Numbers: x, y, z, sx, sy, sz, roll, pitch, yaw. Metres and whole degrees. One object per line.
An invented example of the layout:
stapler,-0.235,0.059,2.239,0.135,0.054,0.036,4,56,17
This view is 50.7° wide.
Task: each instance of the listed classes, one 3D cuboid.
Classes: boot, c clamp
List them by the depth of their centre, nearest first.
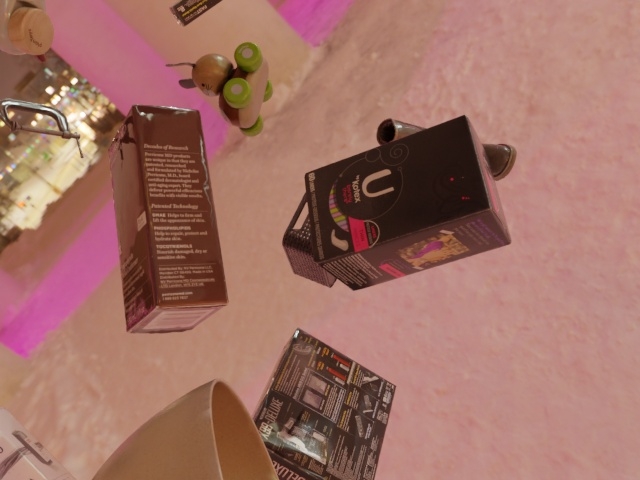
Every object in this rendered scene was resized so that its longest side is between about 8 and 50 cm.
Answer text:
boot,0.226,-0.173,1.238,0.189,0.208,0.076,15,87,68
c clamp,-0.553,-0.230,1.334,0.022,0.160,0.137,-51,46,34

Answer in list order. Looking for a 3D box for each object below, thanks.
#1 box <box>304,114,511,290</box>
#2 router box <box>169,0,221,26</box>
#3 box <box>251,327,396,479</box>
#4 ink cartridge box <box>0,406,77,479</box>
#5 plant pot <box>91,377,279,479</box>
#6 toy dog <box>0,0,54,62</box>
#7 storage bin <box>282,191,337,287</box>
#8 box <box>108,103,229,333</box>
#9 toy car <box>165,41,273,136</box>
box,0.130,-0.049,1.034,0.270,0.143,0.165,-19,61,19
router box,-0.201,-0.419,1.167,0.122,0.038,0.092,-36,25,-2
box,0.002,0.338,1.273,0.077,0.242,0.307,-57,5,35
ink cartridge box,-0.506,0.398,1.076,0.158,0.218,0.092,-47,-7,-8
plant pot,-0.137,0.303,0.655,0.190,0.284,0.284,-22,25,-1
toy dog,-0.539,-0.475,1.285,0.334,0.220,0.161,-57,-16,-3
storage bin,0.000,0.000,1.295,0.084,0.180,0.122,20,70,16
box,-0.288,-0.036,1.248,0.191,0.143,0.382,-35,59,53
toy car,-0.202,-0.302,1.311,0.155,0.188,0.149,72,-148,-74
